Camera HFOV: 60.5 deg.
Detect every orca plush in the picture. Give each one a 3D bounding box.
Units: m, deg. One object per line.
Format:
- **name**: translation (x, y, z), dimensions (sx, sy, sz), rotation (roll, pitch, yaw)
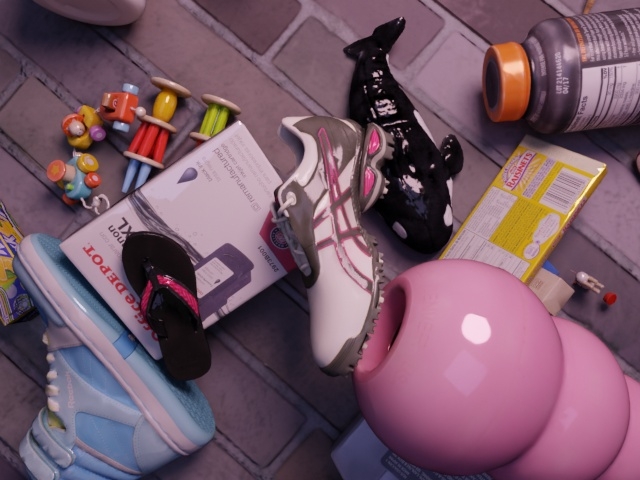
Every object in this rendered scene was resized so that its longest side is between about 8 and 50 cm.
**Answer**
- **orca plush**: translation (0.101, -0.127, 0.652), dimensions (0.151, 0.102, 0.287), rotation (-2, 87, 3)

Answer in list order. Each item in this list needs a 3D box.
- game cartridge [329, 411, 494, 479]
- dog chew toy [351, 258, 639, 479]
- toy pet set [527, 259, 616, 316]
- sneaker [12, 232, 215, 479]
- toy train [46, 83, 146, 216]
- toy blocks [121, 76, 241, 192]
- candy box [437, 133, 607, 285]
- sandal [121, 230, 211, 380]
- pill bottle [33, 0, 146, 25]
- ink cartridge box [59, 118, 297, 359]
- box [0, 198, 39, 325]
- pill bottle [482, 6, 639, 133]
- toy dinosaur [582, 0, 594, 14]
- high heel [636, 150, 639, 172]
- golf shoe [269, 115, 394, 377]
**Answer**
- **game cartridge**: translation (0.167, 0.296, 0.657), dimensions (0.297, 0.062, 0.198), rotation (41, 94, 4)
- **dog chew toy**: translation (0.200, 0.155, 0.552), dimensions (0.332, 0.206, 0.207), rotation (27, 89, -12)
- **toy pet set**: translation (0.275, 0.079, 0.669), dimensions (0.114, 0.065, 0.122), rotation (36, 93, -31)
- **sneaker**: translation (-0.295, 0.165, 0.636), dimensions (0.208, 0.127, 0.319), rotation (-37, 94, 1)
- **toy train**: translation (-0.283, -0.117, 0.674), dimensions (0.125, 0.046, 0.166), rotation (17, 91, 35)
- **toy blocks**: translation (-0.180, -0.115, 0.690), dimensions (0.123, 0.054, 0.148), rotation (20, 89, 3)
- **candy box**: translation (0.234, -0.022, 0.655), dimensions (0.105, 0.027, 0.206), rotation (35, 90, 40)
- **sandal**: translation (-0.157, 0.074, 0.580), dimensions (0.067, 0.040, 0.179), rotation (-16, 107, -4)
- **pill bottle**: translation (-0.273, -0.413, 0.660), dimensions (0.146, 0.146, 0.264), rotation (5, 88, 3)
- **ink cartridge box**: translation (-0.142, -0.003, 0.638), dimensions (0.237, 0.100, 0.172), rotation (-34, 106, 1)
- **box**: translation (-0.405, 0.020, 0.696), dimensions (0.059, 0.054, 0.169), rotation (-34, 86, 1)
- **pill bottle**: translation (0.317, -0.194, 0.630), dimensions (0.245, 0.130, 0.130), rotation (-6, 87, 3)
- **toy dinosaur**: translation (0.397, -0.369, 0.667), dimensions (0.211, 0.064, 0.112), rotation (-26, 88, 2)
- **high heel**: translation (0.509, -0.072, 0.657), dimensions (0.244, 0.082, 0.117), rotation (27, 57, 17)
- **golf shoe**: translation (0.000, 0.000, 0.563), dimensions (0.120, 0.105, 0.273), rotation (11, 70, -19)
